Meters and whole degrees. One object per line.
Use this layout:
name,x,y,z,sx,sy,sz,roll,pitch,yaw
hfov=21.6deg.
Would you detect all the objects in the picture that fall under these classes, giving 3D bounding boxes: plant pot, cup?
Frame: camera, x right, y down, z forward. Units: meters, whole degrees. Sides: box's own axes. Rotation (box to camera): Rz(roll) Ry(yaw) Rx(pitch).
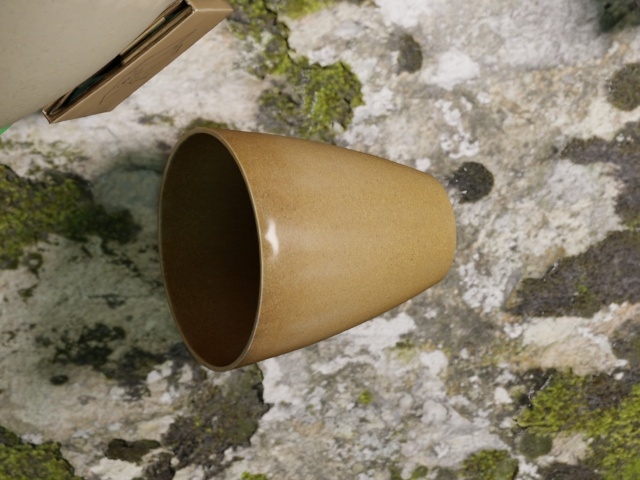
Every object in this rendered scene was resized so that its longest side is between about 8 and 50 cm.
plant pot,0.000,0.000,1.673,0.254,0.237,0.237,-5,122,-28
cup,-0.309,-0.216,1.394,0.331,0.331,0.237,24,117,-26

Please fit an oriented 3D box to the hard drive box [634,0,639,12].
hard drive box,0.429,-0.300,1.626,0.232,0.089,0.181,-15,152,-4

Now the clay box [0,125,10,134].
clay box,-0.398,-0.140,1.569,0.127,0.053,0.222,-41,121,10

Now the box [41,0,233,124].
box,-0.164,-0.167,1.537,0.164,0.201,0.021,-38,93,10
